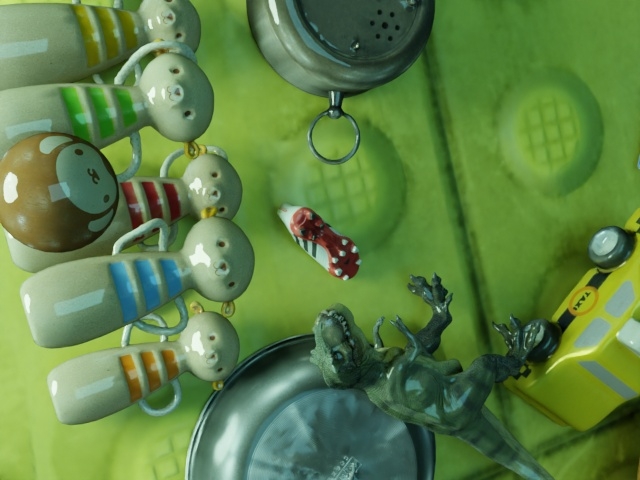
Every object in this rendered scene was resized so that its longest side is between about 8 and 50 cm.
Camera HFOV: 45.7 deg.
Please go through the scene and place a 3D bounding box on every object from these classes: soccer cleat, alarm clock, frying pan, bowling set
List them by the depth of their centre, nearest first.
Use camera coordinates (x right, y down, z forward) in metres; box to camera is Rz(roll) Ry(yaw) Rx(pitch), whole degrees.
[{"bbox_3d":[-0.097,-0.018,0.426,0.154,0.200,0.287,-16,101,-21],"label":"bowling set"},{"bbox_3d":[0.016,-0.149,0.535,0.129,0.064,0.192,2,94,-21],"label":"alarm clock"},{"bbox_3d":[0.000,0.000,0.549,0.029,0.035,0.083,-53,131,-5],"label":"soccer cleat"},{"bbox_3d":[0.028,0.225,0.559,0.197,0.053,0.326,-26,97,-19],"label":"frying pan"}]

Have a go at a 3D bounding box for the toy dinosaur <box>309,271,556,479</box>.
[{"bbox_3d":[0.100,0.096,0.553,0.268,0.064,0.118,33,60,-21],"label":"toy dinosaur"}]

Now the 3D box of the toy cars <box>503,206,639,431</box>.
[{"bbox_3d":[0.338,0.047,0.615,0.394,0.087,0.176,-15,112,-12],"label":"toy cars"}]

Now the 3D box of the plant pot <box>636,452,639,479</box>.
[{"bbox_3d":[0.340,0.231,0.610,0.205,0.205,0.188,7,74,-21],"label":"plant pot"}]

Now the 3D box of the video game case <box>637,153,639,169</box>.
[{"bbox_3d":[0.426,-0.164,0.692,0.244,0.061,0.269,14,86,-22],"label":"video game case"}]
